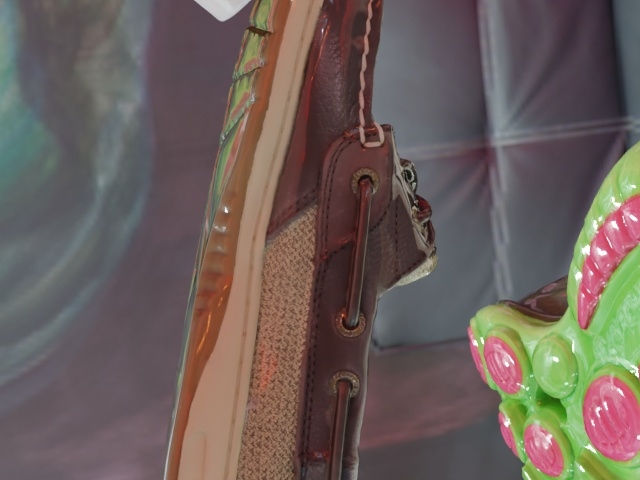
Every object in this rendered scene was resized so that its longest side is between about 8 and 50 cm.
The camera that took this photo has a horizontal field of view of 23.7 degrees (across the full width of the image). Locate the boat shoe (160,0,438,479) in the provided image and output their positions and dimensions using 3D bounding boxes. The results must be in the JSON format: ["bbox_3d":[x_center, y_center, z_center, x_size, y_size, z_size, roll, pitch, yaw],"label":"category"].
[{"bbox_3d":[0.000,0.001,0.481,0.080,0.073,0.224,180,102,-81],"label":"boat shoe"}]

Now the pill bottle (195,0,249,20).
[{"bbox_3d":[-0.143,-0.303,1.094,0.301,0.169,0.169,40,168,-14],"label":"pill bottle"}]

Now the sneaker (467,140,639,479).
[{"bbox_3d":[0.225,0.062,0.891,0.483,0.202,0.185,119,132,-70],"label":"sneaker"}]
